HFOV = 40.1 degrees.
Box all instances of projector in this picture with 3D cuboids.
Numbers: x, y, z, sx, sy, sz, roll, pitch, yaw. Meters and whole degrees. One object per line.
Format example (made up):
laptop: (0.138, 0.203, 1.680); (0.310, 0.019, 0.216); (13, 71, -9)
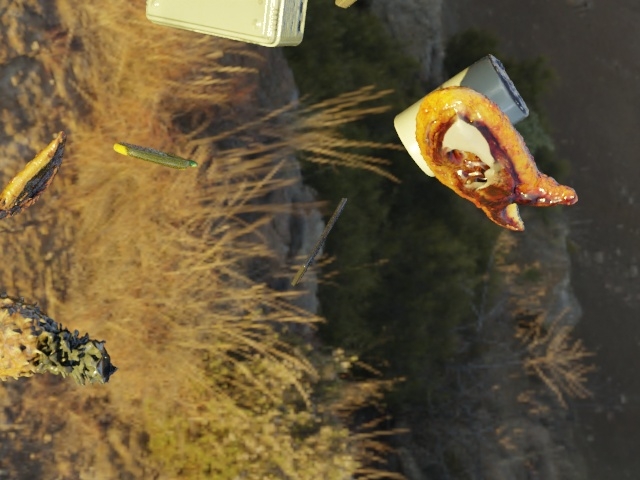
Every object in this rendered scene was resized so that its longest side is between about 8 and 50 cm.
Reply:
projector: (-0.146, -0.412, 1.344); (0.099, 0.257, 0.191); (-21, 124, -57)

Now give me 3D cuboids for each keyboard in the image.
keyboard: (0.000, 0.000, 1.219); (0.155, 0.010, 0.053); (-59, 179, -43)

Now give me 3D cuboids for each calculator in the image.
calculator: (-0.431, -0.221, 2.314); (0.235, 0.146, 0.032); (12, 98, -36)

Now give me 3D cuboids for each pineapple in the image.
pineapple: (-0.479, 0.183, 1.480); (0.158, 0.279, 0.157); (-162, -90, -84)

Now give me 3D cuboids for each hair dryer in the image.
hair dryer: (0.263, -0.248, 1.606); (0.128, 0.203, 0.362); (54, 20, -8)

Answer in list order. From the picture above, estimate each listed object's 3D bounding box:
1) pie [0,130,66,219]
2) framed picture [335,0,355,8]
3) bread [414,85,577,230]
pie: (-0.494, -0.102, 1.503); (0.191, 0.033, 0.088); (-52, 164, -11)
framed picture: (0.092, -0.463, 1.064); (0.247, 0.022, 0.334); (-139, -116, -79)
bread: (0.234, -0.116, 1.232); (0.269, 0.139, 0.095); (35, 49, -29)
